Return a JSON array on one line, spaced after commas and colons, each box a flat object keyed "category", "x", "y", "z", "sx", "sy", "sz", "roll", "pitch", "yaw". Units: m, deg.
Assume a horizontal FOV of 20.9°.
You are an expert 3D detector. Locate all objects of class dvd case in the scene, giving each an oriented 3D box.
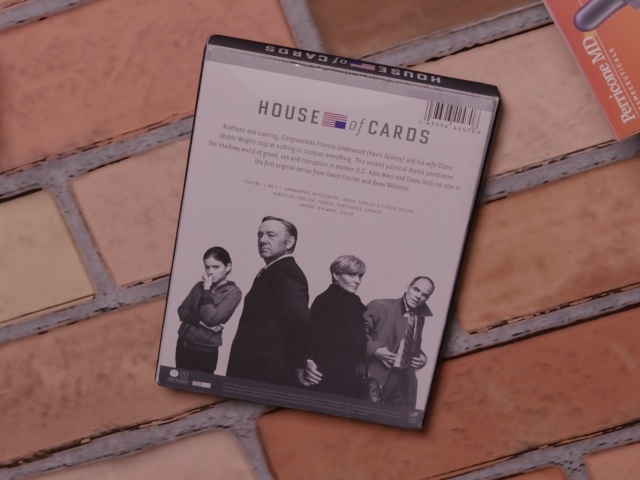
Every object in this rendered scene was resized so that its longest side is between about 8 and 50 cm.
[{"category": "dvd case", "x": 0.000, "y": 0.000, "z": 1.082, "sx": 0.179, "sy": 0.029, "sz": 0.239, "roll": 10, "pitch": 116, "yaw": -2}]

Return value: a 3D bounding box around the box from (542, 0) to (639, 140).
[{"category": "box", "x": 0.210, "y": -0.157, "z": 0.957, "sx": 0.170, "sy": 0.091, "sz": 0.130, "roll": -26, "pitch": 112, "yaw": 15}]
